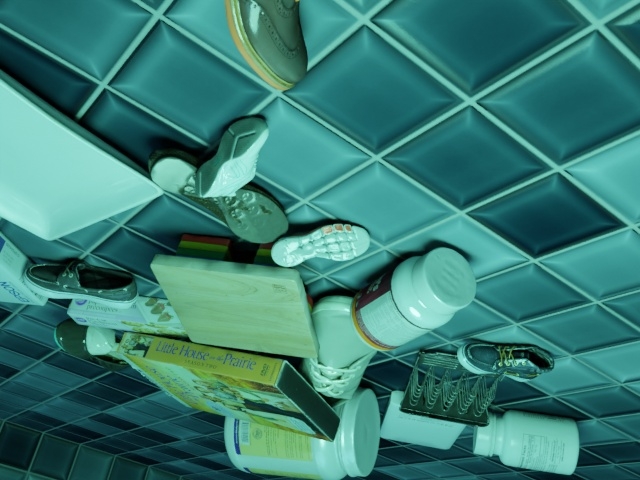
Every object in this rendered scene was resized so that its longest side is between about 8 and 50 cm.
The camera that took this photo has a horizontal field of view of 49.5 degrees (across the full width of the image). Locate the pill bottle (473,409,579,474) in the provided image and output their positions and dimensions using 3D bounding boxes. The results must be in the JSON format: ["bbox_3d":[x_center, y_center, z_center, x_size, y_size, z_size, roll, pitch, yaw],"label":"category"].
[{"bbox_3d":[0.486,0.475,1.655,0.229,0.131,0.131,7,150,9],"label":"pill bottle"}]

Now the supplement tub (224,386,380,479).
[{"bbox_3d":[-0.041,0.458,1.702,0.331,0.241,0.241,-2,147,22],"label":"supplement tub"}]

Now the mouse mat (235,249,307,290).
[{"bbox_3d":[-0.134,0.061,1.297,0.189,0.007,0.152,-3,147,25],"label":"mouse mat"}]

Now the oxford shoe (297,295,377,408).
[{"bbox_3d":[0.032,0.245,1.431,0.169,0.130,0.449,16,148,-1],"label":"oxford shoe"}]

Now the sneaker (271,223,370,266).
[{"bbox_3d":[0.000,0.000,1.113,0.158,0.065,0.061,-7,103,3],"label":"sneaker"}]

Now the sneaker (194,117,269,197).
[{"bbox_3d":[-0.111,-0.112,0.948,0.061,0.054,0.152,6,143,-42],"label":"sneaker"}]

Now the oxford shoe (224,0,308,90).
[{"bbox_3d":[-0.041,-0.250,0.655,0.098,0.097,0.271,-3,147,13],"label":"oxford shoe"}]

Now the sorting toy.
[{"bbox_3d":[-0.136,0.097,1.247,0.257,0.089,0.255,5,143,14],"label":"sorting toy"}]

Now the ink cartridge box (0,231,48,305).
[{"bbox_3d":[-0.765,0.023,1.393,0.330,0.071,0.324,2,149,14],"label":"ink cartridge box"}]

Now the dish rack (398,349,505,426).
[{"bbox_3d":[0.291,0.325,1.528,0.208,0.074,0.271,8,150,4],"label":"dish rack"}]

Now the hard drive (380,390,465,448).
[{"bbox_3d":[0.269,0.476,1.823,0.203,0.040,0.307,9,150,4],"label":"hard drive"}]

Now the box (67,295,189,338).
[{"bbox_3d":[-0.375,0.161,1.491,0.324,0.063,0.067,6,150,9],"label":"box"}]

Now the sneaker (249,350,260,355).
[{"bbox_3d":[-0.138,0.195,1.486,0.067,0.064,0.175,29,146,10],"label":"sneaker"}]

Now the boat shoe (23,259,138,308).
[{"bbox_3d":[-0.475,0.076,1.378,0.228,0.080,0.076,16,132,-1],"label":"boat shoe"}]

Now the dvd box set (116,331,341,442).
[{"bbox_3d":[-0.198,0.318,1.509,0.420,0.062,0.308,5,148,29],"label":"dvd box set"}]

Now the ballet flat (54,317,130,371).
[{"bbox_3d":[-0.526,0.247,1.675,0.096,0.095,0.280,-7,157,11],"label":"ballet flat"}]

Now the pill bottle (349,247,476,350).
[{"bbox_3d":[0.149,0.098,1.146,0.121,0.121,0.221,23,147,-18],"label":"pill bottle"}]

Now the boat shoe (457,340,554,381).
[{"bbox_3d":[0.363,0.227,1.353,0.183,0.065,0.083,15,149,-20],"label":"boat shoe"}]

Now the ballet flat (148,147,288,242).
[{"bbox_3d":[-0.150,-0.070,1.040,0.250,0.058,0.084,28,110,-35],"label":"ballet flat"}]

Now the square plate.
[{"bbox_3d":[-0.465,-0.132,1.043,0.344,0.049,0.347,-15,140,39],"label":"square plate"}]
